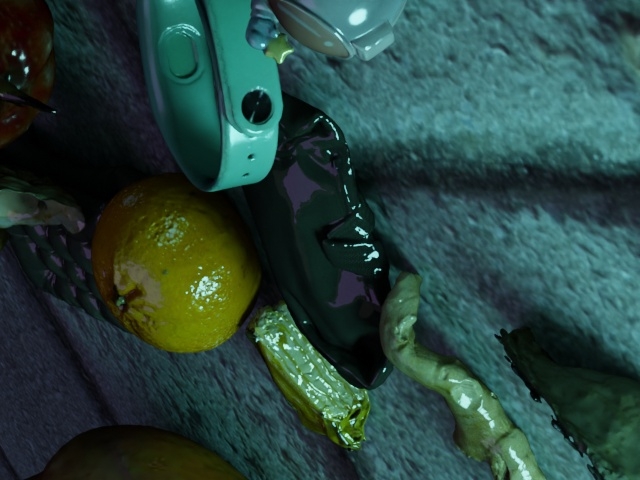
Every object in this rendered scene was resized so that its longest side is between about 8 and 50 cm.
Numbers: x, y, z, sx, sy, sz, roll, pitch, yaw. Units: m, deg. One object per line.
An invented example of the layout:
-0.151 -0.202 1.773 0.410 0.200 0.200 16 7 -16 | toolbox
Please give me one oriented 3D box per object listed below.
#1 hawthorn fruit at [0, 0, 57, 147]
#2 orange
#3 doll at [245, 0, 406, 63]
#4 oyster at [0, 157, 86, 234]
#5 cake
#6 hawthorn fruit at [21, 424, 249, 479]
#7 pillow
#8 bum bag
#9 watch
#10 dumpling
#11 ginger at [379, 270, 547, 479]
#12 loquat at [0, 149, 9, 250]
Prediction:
-0.380 -0.181 1.575 0.300 0.254 0.254 27 144 26 | hawthorn fruit
-0.153 0.027 1.551 0.193 0.161 0.193 41 154 25 | orange
-0.052 -0.237 1.124 0.287 0.151 0.151 38 150 13 | doll
-0.364 -0.052 1.651 0.161 0.107 0.233 18 165 -33 | oyster
-0.013 0.136 1.584 0.185 0.080 0.116 47 166 -10 | cake
-0.226 0.466 1.924 0.472 0.472 0.472 37 149 27 | hawthorn fruit
-0.282 -0.008 1.779 0.326 0.101 0.228 23 143 45 | pillow
0.000 0.000 1.382 0.142 0.080 0.326 13 130 45 | bum bag
-0.101 -0.162 1.282 0.195 0.068 0.237 -163 65 -64 | watch
0.264 0.176 1.171 0.332 0.086 0.166 46 -176 12 | dumpling
0.133 0.155 1.373 0.288 0.075 0.089 55 158 -15 | ginger
-0.508 -0.051 1.933 0.235 0.235 0.235 37 149 27 | loquat
